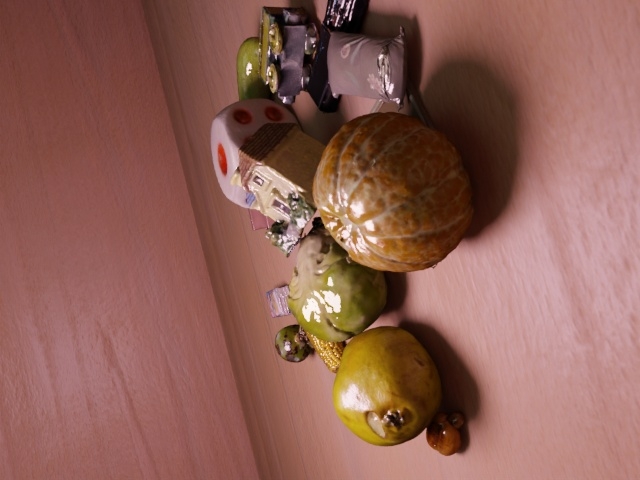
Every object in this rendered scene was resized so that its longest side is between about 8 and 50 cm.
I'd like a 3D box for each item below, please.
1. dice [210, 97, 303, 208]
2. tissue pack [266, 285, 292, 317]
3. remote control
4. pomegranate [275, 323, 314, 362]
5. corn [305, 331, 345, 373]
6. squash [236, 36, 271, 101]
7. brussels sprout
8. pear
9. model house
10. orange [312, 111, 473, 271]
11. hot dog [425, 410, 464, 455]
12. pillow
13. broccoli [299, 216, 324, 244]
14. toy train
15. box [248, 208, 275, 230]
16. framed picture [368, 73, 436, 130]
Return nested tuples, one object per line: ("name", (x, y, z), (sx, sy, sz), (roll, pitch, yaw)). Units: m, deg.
("dice", (-0.197, -0.276, 1.684), (0.259, 0.251, 0.243), (65, 152, 24))
("tissue pack", (-0.162, 0.247, 2.091), (0.155, 0.065, 0.115), (-29, 74, 64))
("remote control", (0.037, -0.496, 1.288), (0.144, 0.062, 0.398), (61, 151, 30))
("pomegranate", (-0.083, 0.373, 1.922), (0.169, 0.149, 0.148), (-20, 83, 40))
("corn", (-0.003, 0.292, 1.728), (0.101, 0.102, 0.310), (104, 146, -45))
("squash", (-0.228, -0.511, 1.796), (0.118, 0.118, 0.370), (56, 150, 39))
("brussels sprout", (0.037, 0.124, 1.381), (0.316, 0.243, 0.273), (47, 140, 44))
("pear", (0.153, 0.340, 1.241), (0.321, 0.269, 0.269), (-145, 44, -81))
("model house", (-0.115, -0.141, 1.414), (0.266, 0.261, 0.321), (36, 145, -2))
("orange", (0.135, -0.085, 1.025), (0.329, 0.249, 0.329), (44, 156, 25))
("hot dog", (0.291, 0.444, 1.221), (0.090, 0.060, 0.140), (42, 145, 46))
("pillow", (0.092, -0.378, 1.149), (0.255, 0.059, 0.169), (26, 128, 48))
("broccoli", (0.000, 0.000, 1.548), (0.131, 0.120, 0.130), (111, 146, -56))
("toy train", (-0.092, -0.528, 1.478), (0.177, 0.134, 0.260), (-116, 27, -46))
("box", (-0.231, -0.139, 1.962), (0.215, 0.086, 0.215), (-171, 69, -82))
("framed picture", (0.163, -0.203, 1.215), (0.240, 0.020, 0.324), (68, 155, 19))
